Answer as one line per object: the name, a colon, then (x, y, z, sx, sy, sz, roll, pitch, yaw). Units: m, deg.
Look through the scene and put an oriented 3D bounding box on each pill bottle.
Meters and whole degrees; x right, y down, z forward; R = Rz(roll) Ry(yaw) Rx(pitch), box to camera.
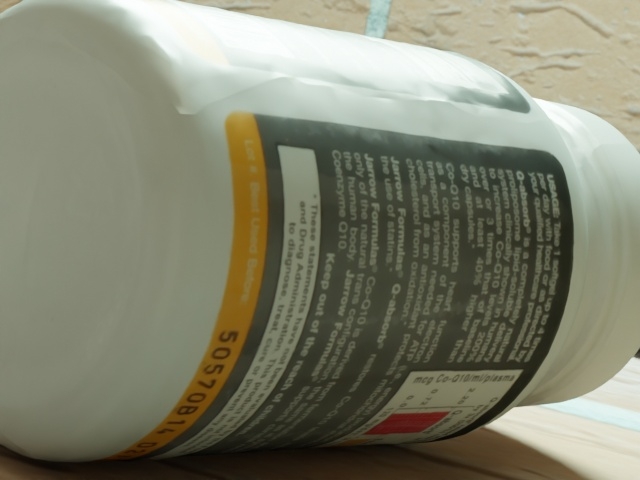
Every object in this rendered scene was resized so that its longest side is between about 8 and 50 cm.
pill bottle: (0.000, 0.000, 0.680, 0.278, 0.162, 0.162, 4, 11, -45)
